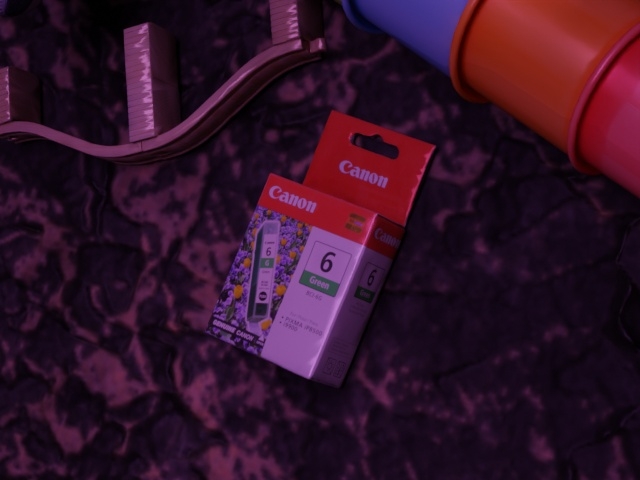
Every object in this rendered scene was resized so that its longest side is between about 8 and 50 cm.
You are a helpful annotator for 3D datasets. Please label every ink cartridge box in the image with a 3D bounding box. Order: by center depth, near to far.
[{"bbox_3d":[0.000,0.000,0.775,0.063,0.029,0.115,22,89,34],"label":"ink cartridge box"}]

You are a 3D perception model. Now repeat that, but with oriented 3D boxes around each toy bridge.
[{"bbox_3d":[-0.079,-0.071,0.844,0.188,0.026,0.063,-12,73,28],"label":"toy bridge"}]

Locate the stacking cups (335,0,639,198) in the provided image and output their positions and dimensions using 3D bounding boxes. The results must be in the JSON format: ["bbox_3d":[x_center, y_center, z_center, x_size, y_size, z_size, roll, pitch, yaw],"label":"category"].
[{"bbox_3d":[0.065,-0.110,0.741,0.316,0.096,0.096,38,98,28],"label":"stacking cups"}]

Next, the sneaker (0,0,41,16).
[{"bbox_3d":[-0.104,-0.211,0.817,0.083,0.098,0.223,38,120,10],"label":"sneaker"}]
